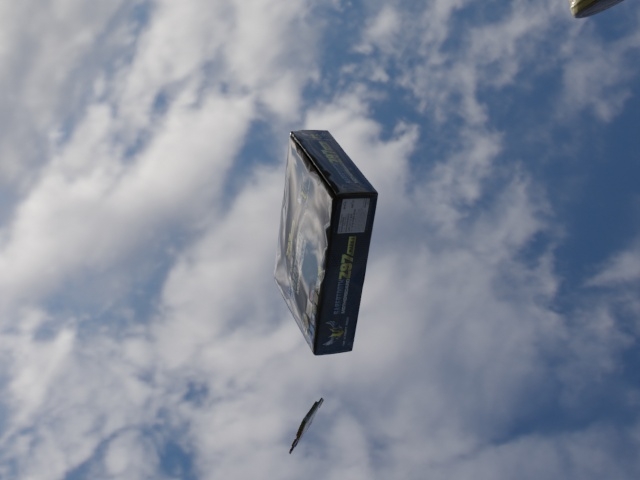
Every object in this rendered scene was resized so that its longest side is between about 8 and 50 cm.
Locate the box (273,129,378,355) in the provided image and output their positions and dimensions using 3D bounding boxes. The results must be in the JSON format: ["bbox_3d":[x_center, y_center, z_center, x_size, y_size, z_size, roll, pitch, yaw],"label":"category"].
[{"bbox_3d":[0.000,0.000,1.161,0.183,0.059,0.232,-121,-146,-54],"label":"box"}]

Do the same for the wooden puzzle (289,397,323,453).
[{"bbox_3d":[-0.017,0.225,1.131,0.006,0.083,0.049,29,-54,11],"label":"wooden puzzle"}]

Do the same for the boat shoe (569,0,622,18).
[{"bbox_3d":[0.408,-0.385,1.107,0.285,0.104,0.089,-41,-102,33],"label":"boat shoe"}]
